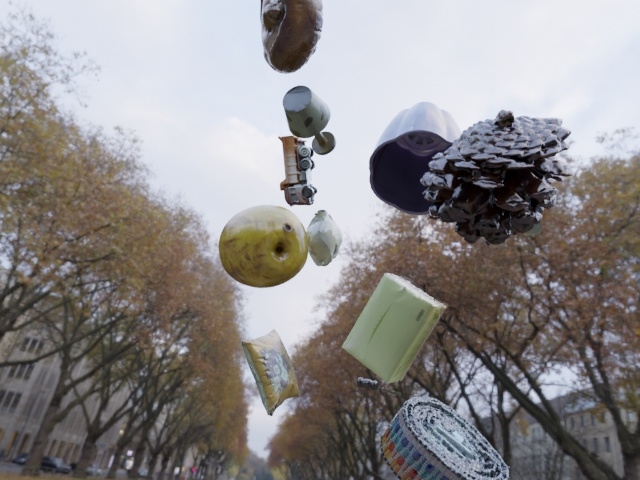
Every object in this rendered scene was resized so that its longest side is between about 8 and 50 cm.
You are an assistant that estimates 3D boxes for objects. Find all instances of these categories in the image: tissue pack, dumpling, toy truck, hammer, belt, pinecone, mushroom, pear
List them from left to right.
[{"bbox_3d":[-0.169,0.018,1.451,0.281,0.280,0.280,8,-28,4],"label":"pear"},{"bbox_3d":[-0.083,-0.555,1.219,0.154,0.252,0.253,-1,-24,-19],"label":"mushroom"},{"bbox_3d":[-0.091,-0.267,1.825,0.136,0.270,0.114,-4,8,11],"label":"toy truck"},{"bbox_3d":[-0.003,0.001,1.584,0.111,0.181,0.155,36,-33,-19],"label":"dumpling"},{"bbox_3d":[0.193,0.453,1.444,0.058,0.029,0.292,6,-19,31],"label":"hammer"},{"bbox_3d":[0.186,0.219,1.207,0.159,0.234,0.125,35,10,29],"label":"tissue pack"},{"bbox_3d":[0.288,0.522,1.124,0.295,0.207,0.160,35,-66,11],"label":"belt"},{"bbox_3d":[0.363,-0.122,0.990,0.299,0.242,0.295,-20,-30,-18],"label":"pinecone"}]

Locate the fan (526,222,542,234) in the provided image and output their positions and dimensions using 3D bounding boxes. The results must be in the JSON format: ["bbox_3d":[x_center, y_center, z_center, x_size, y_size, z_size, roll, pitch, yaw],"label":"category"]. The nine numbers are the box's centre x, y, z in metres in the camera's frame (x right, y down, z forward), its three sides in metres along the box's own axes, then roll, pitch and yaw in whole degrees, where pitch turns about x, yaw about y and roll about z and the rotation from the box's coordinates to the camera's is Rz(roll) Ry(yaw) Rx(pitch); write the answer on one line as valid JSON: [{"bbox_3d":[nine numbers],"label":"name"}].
[{"bbox_3d":[0.724,-0.119,1.705,0.191,0.009,0.329,35,-17,25],"label":"fan"}]

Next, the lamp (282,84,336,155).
[{"bbox_3d":[-0.024,-0.314,1.262,0.122,0.121,0.215,-1,-20,21],"label":"lamp"}]

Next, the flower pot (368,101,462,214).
[{"bbox_3d":[0.273,-0.240,1.304,0.265,0.243,0.264,7,-48,8],"label":"flower pot"}]

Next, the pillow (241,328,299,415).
[{"bbox_3d":[-0.195,0.522,1.926,0.119,0.309,0.312,-28,-11,13],"label":"pillow"}]
